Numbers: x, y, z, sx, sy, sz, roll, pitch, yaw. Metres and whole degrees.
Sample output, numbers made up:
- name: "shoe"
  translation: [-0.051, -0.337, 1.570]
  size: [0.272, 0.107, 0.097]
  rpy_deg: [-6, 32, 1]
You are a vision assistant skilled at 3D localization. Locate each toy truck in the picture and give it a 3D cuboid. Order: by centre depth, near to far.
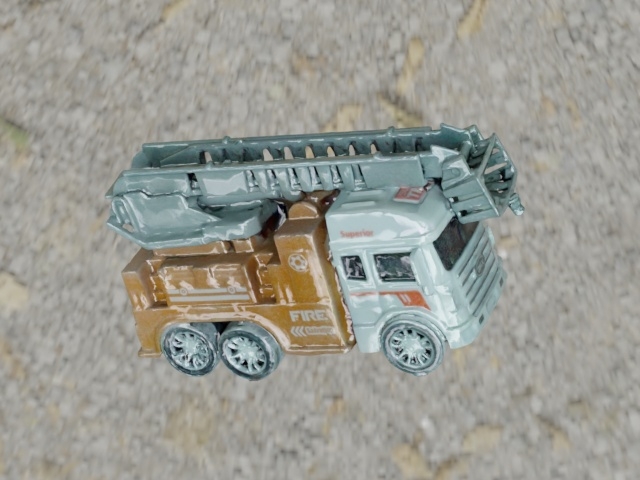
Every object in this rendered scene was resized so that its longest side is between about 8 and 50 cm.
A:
- name: "toy truck"
  translation: [0.000, 0.000, 1.463]
  size: [0.338, 0.133, 0.184]
  rpy_deg: [-4, 120, 26]
